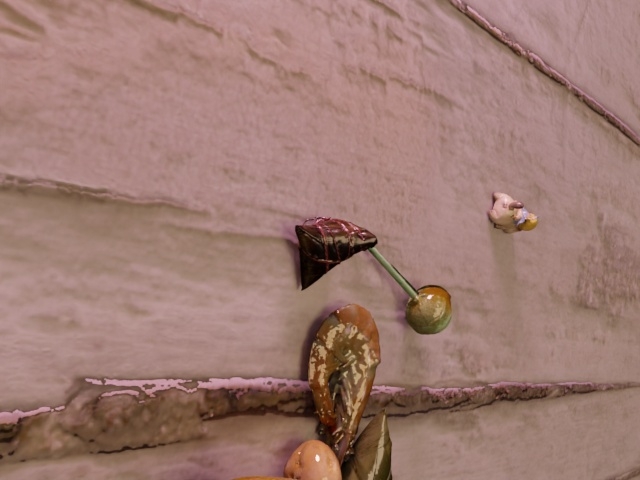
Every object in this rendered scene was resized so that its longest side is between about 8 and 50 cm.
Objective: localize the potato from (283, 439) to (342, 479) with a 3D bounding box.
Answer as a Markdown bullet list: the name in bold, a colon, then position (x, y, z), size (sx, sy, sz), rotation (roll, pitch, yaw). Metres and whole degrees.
- **potato**: position (-0.004, 0.240, 0.788), size (0.068, 0.062, 0.083), rotation (-92, 160, -55)

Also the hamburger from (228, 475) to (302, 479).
- **hamburger**: position (-0.015, 0.277, 0.676), size (0.215, 0.189, 0.122), rotation (62, 41, -51)

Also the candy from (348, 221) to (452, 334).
- **candy**: position (0.087, 0.039, 0.895), size (0.202, 0.061, 0.061), rotation (46, 60, -35)

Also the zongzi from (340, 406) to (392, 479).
- **zongzi**: position (0.040, 0.244, 0.835), size (0.104, 0.052, 0.113), rotation (-47, 150, -43)

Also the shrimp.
- **shrimp**: position (0.021, 0.154, 0.825), size (0.099, 0.041, 0.180), rotation (13, 86, -51)

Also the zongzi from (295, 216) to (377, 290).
- **zongzi**: position (0.000, 0.000, 0.769), size (0.083, 0.067, 0.073), rotation (-44, 137, -17)

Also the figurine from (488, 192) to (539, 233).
- **figurine**: position (0.270, -0.033, 1.106), size (0.083, 0.051, 0.047), rotation (30, 77, -49)
